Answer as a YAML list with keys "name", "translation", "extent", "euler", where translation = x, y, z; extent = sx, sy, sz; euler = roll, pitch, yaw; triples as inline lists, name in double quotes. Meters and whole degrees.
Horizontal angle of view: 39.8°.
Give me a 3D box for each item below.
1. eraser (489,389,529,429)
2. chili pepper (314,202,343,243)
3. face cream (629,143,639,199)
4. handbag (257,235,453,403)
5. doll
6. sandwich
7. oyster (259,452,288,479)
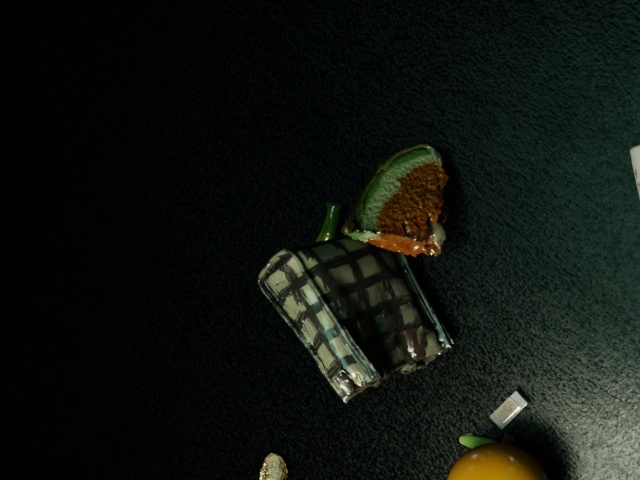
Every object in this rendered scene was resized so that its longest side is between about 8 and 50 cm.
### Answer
- name: "eraser"
  translation: [0.393, 0.351, 1.838]
  extent: [0.038, 0.019, 0.083]
  euler: [48, 114, 23]
- name: "chili pepper"
  translation: [0.000, 0.000, 2.058]
  extent: [0.052, 0.050, 0.201]
  euler: [45, 115, 40]
- name: "face cream"
  translation: [0.639, -0.050, 1.635]
  extent: [0.082, 0.082, 0.268]
  euler: [-15, 84, 32]
- name: "handbag"
  translation: [0.082, 0.143, 1.846]
  extent: [0.162, 0.325, 0.327]
  euler: [-43, 71, 40]
- name: "doll"
  translation: [0.359, 0.478, 1.778]
  extent: [0.214, 0.213, 0.236]
  euler: [-17, 41, 31]
- name: "sandwich"
  translation: [0.175, -0.073, 1.857]
  extent: [0.212, 0.292, 0.109]
  euler: [26, 151, -7]
- name: "oyster"
  translation: [-0.120, 0.580, 2.164]
  extent: [0.132, 0.029, 0.086]
  euler: [-52, 60, 26]
